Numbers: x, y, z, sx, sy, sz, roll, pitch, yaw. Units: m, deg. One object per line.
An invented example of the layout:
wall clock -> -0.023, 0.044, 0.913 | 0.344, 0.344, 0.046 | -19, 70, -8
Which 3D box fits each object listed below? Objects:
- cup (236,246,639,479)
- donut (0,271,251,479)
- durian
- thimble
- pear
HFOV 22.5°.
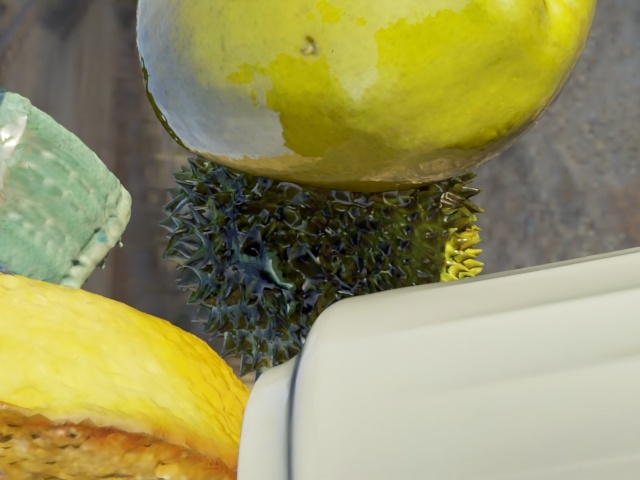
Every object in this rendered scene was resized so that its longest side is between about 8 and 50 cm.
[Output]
cup -> 0.162, 0.150, 0.658 | 0.237, 0.327, 0.322 | -80, -26, -60
donut -> -0.218, 0.161, 0.955 | 0.377, 0.435, 0.163 | 88, 167, -49
durian -> -0.003, 0.001, 1.309 | 0.225, 0.291, 0.291 | -25, -52, -64
thimble -> -0.295, -0.042, 1.502 | 0.143, 0.235, 0.198 | -59, 10, -14
pear -> 0.024, -0.147, 1.029 | 0.307, 0.253, 0.252 | -19, 66, 38
